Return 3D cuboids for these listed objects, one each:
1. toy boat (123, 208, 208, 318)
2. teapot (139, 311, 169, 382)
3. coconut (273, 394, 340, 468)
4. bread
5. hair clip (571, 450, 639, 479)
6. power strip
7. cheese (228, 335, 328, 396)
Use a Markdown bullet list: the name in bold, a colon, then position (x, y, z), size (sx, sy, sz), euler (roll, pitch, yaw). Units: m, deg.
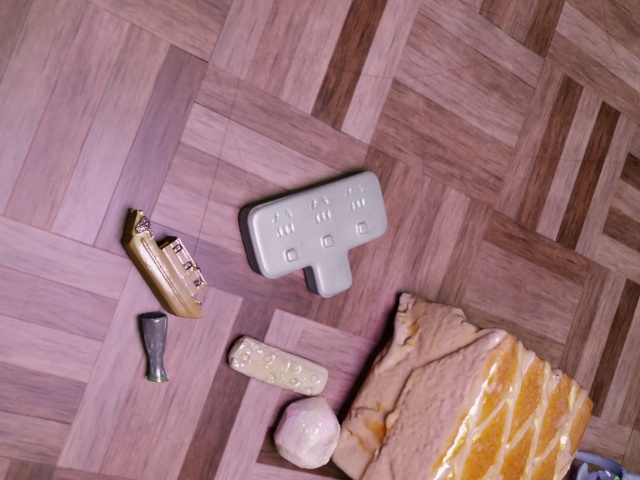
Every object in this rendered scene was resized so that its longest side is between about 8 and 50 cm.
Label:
- **toy boat**: position (-0.237, 0.037, 1.140), size (0.077, 0.057, 0.200), euler (-39, 113, -25)
- **teapot**: position (-0.259, 0.170, 1.154), size (0.042, 0.043, 0.111), euler (-7, 102, -29)
- **coconut**: position (-0.018, 0.328, 1.279), size (0.110, 0.110, 0.124), euler (31, 86, -30)
- **bread**: position (0.253, 0.347, 1.332), size (0.371, 0.279, 0.390), euler (33, 79, -35)
- **hair clip**: position (0.604, 0.650, 1.594), size (0.238, 0.392, 0.318), euler (-19, 105, -53)
- **power strip**: position (0.001, 0.000, 1.272), size (0.265, 0.059, 0.194), euler (-21, 106, -27)
- **cheese**: position (-0.072, 0.220, 1.268), size (0.194, 0.043, 0.065), euler (28, 81, -31)
